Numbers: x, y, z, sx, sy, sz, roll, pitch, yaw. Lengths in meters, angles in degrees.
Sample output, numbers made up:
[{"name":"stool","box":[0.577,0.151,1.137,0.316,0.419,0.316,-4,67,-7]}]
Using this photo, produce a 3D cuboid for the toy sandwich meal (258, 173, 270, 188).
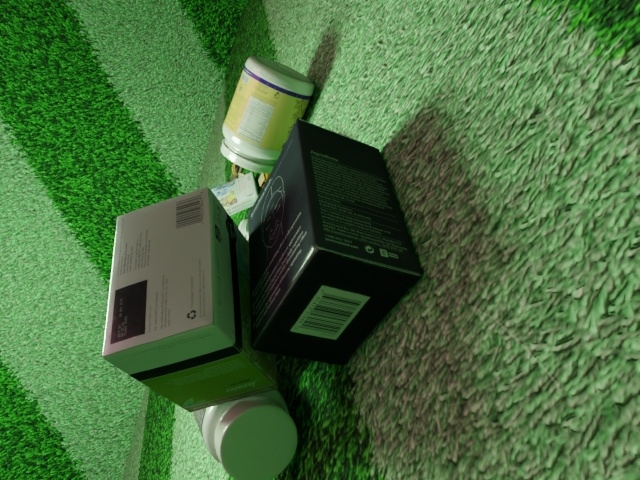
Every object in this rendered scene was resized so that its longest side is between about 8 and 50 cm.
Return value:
[{"name":"toy sandwich meal","box":[-0.210,-0.219,1.929,0.085,0.029,0.085,-47,34,48]}]

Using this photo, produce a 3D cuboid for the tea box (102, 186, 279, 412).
[{"name":"tea box","box":[-0.253,0.132,1.075,0.323,0.220,0.328,64,-168,-52]}]

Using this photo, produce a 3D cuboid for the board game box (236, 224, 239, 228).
[{"name":"board game box","box":[-0.441,0.078,1.943,0.242,0.064,0.316,5,69,49]}]

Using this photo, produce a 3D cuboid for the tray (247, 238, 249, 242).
[{"name":"tray","box":[-0.273,0.176,1.426,0.203,0.076,0.410,-35,24,35]}]

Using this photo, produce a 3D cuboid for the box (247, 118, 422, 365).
[{"name":"box","box":[0.000,0.000,1.056,0.293,0.212,0.395,-57,29,37]}]

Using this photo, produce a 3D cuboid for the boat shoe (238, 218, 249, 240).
[{"name":"boat shoe","box":[-0.229,0.013,1.780,0.076,0.083,0.226,-38,52,37]}]

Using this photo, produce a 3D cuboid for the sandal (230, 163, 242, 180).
[{"name":"sandal","box":[-0.399,-0.339,2.425,0.180,0.049,0.072,-44,37,51]}]

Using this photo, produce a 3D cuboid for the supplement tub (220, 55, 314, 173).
[{"name":"supplement tub","box":[-0.186,-0.419,1.731,0.331,0.241,0.241,-64,24,24]}]

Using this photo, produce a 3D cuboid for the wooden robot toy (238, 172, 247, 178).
[{"name":"wooden robot toy","box":[-0.317,-0.194,2.151,0.079,0.076,0.173,13,87,32]}]

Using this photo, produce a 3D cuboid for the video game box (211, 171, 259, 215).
[{"name":"video game box","box":[-0.337,-0.176,2.031,0.205,0.187,0.048,-109,-3,-55]}]

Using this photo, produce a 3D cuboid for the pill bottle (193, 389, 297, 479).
[{"name":"pill bottle","box":[-0.194,0.416,1.241,0.361,0.204,0.204,11,86,68]}]
